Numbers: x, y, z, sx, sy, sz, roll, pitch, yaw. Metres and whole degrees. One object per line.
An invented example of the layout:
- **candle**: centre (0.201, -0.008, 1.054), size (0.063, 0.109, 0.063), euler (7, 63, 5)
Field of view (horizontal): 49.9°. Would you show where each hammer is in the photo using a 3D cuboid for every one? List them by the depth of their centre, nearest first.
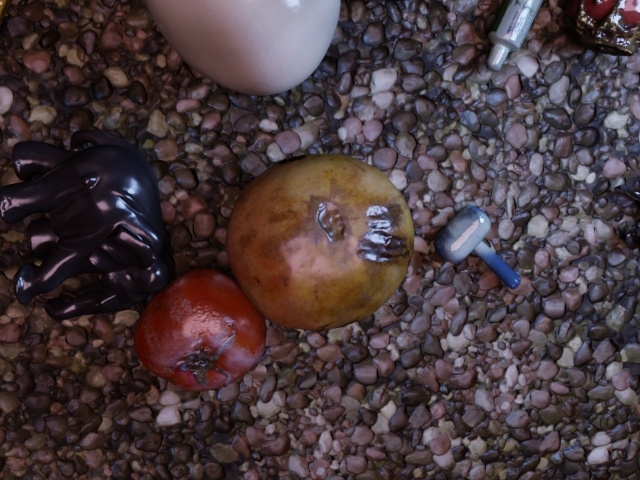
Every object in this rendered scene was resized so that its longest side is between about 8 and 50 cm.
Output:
- **hammer**: centre (0.313, 0.028, 1.317), size (0.194, 0.069, 0.116), euler (41, 93, -16)

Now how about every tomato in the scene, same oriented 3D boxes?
- **tomato**: centre (-0.206, 0.155, 1.226), size (0.232, 0.188, 0.232), euler (-5, 135, -5)

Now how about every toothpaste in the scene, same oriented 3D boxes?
- **toothpaste**: centre (0.387, -0.488, 1.233), size (0.099, 0.061, 0.392), euler (23, 94, -9)

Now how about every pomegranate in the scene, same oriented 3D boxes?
- **pomegranate**: centre (0.000, 0.000, 1.171), size (0.322, 0.322, 0.322), euler (-1, 100, -5)

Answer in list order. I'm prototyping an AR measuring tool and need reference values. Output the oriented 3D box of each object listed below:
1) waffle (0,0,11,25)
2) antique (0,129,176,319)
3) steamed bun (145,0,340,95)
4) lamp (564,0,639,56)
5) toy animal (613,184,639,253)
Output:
- **waffle**: centre (-0.625, -0.473, 1.141), size (0.248, 0.055, 0.221), euler (27, 97, -10)
- **antique**: centre (-0.389, -0.028, 1.179), size (0.255, 0.185, 0.322), euler (-5, 97, -3)
- **steamed bun**: centre (-0.134, -0.362, 1.068), size (0.324, 0.324, 0.206), euler (37, 74, -10)
- **lamp**: centre (0.536, -0.464, 1.199), size (0.177, 0.177, 0.273), euler (13, 97, -7)
- **toy animal**: centre (0.670, -0.084, 1.331), size (0.233, 0.084, 0.148), euler (-40, 118, -4)
